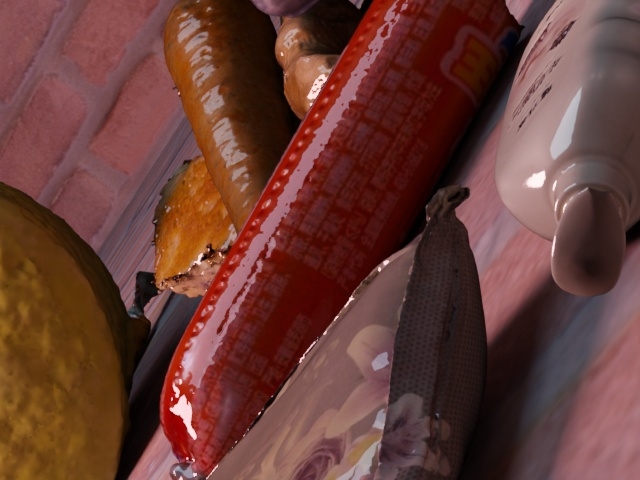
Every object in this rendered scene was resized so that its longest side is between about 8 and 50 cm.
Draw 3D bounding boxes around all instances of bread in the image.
[{"bbox_3d":[-0.303,0.107,1.280,0.348,0.348,0.308,-58,-1,5],"label":"bread"}]

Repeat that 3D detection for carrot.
[{"bbox_3d":[-0.042,-0.051,1.002,0.078,0.078,0.298,-54,34,29],"label":"carrot"}]

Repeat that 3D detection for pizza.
[{"bbox_3d":[-0.055,-0.019,1.145,0.226,0.069,0.147,-31,36,54],"label":"pizza"}]

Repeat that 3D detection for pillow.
[{"bbox_3d":[-0.021,0.110,0.559,0.255,0.059,0.169,-49,13,38],"label":"pillow"}]

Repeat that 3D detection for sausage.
[{"bbox_3d":[0.000,0.000,0.763,0.274,0.074,0.074,-60,9,-12],"label":"sausage"}]

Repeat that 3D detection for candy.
[{"bbox_3d":[-0.189,0.100,1.537,0.053,0.046,0.182,-48,15,56],"label":"candy"}]

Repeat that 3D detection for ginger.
[{"bbox_3d":[0.010,-0.087,0.986,0.075,0.089,0.288,-30,26,10],"label":"ginger"}]

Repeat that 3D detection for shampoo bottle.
[{"bbox_3d":[0.082,-0.029,0.500,0.077,0.045,0.152,-53,12,32],"label":"shampoo bottle"}]

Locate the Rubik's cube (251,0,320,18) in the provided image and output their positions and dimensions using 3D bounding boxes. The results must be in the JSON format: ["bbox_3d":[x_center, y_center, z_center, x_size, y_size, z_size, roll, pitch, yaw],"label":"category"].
[{"bbox_3d":[-0.004,-0.360,0.992,0.316,0.318,0.313,-37,12,12],"label":"Rubik's cube"}]

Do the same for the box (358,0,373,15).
[{"bbox_3d":[0.057,-0.172,1.136,0.079,0.035,0.083,-63,9,-27],"label":"box"}]
